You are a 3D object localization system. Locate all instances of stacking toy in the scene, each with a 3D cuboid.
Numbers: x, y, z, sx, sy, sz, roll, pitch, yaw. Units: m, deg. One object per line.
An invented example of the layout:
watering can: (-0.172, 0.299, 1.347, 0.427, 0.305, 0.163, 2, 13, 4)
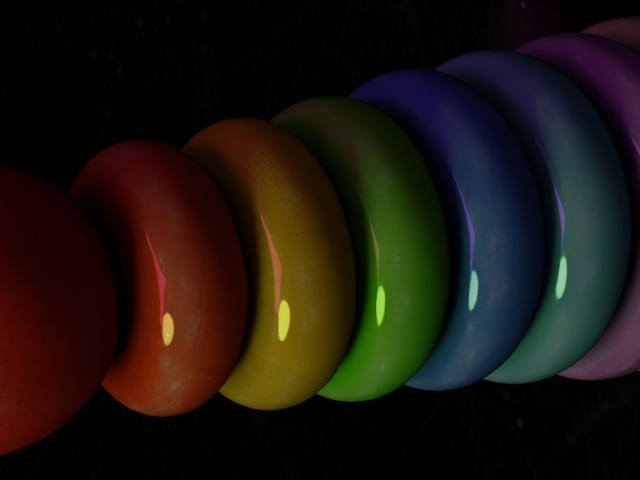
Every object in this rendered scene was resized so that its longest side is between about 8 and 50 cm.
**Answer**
stacking toy: (0.000, 0.000, 0.489, 0.141, 0.330, 0.141, 19, 113, 55)

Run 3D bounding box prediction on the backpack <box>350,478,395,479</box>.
backpack: (0.008, 0.175, 0.722, 0.098, 0.120, 0.101, -18, 82, 59)
